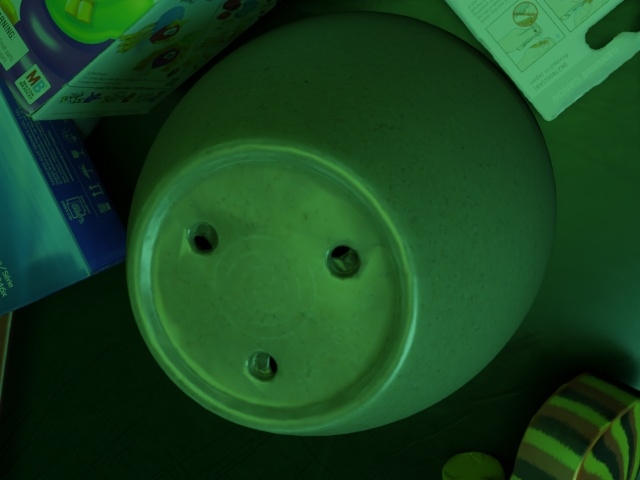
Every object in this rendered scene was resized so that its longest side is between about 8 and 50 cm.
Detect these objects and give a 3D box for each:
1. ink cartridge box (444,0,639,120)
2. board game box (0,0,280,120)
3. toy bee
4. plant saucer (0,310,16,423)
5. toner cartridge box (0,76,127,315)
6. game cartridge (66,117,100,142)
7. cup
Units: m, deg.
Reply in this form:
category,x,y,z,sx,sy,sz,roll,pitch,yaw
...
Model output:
category,x,y,z,sx,sy,sz,roll,pitch,yaw
ink cartridge box,0.160,-0.228,0.465,0.181,0.056,0.224,-40,96,20
board game box,-0.094,-0.217,0.430,0.275,0.144,0.142,-33,92,20
toy bee,0.169,0.252,0.500,0.195,0.162,0.298,-12,76,54
plant saucer,-0.443,0.129,0.715,0.258,0.048,0.259,19,107,11
toner cartridge box,-0.311,-0.107,0.553,0.165,0.075,0.347,-23,97,18
game cartridge,-0.268,-0.189,0.588,0.196,0.060,0.294,40,110,7
cup,0.000,0.000,0.462,0.331,0.237,0.331,3,103,15
